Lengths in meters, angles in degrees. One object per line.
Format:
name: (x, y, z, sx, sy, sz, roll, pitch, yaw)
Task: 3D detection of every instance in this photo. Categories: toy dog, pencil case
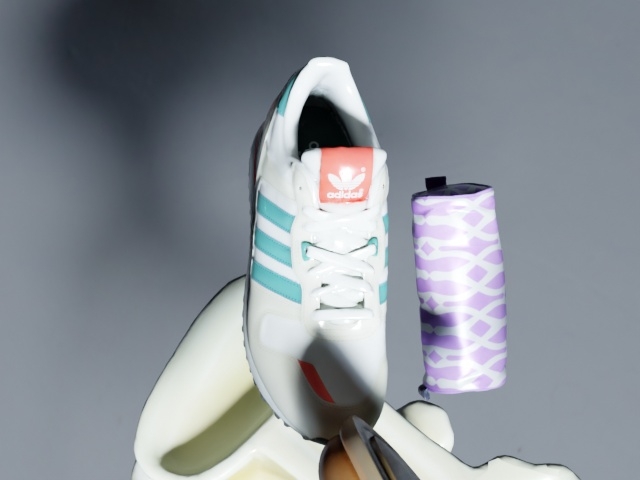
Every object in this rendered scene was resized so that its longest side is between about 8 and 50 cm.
toy dog: (0.009, 0.284, 0.917, 0.284, 0.408, 0.395, 28, 71, 22)
pencil case: (0.131, 0.046, 1.256, 0.086, 0.088, 0.206, -4, 100, -5)

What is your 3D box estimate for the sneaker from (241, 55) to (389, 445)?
sneaker: (0.000, 0.000, 0.537, 0.057, 0.075, 0.161, 2, 64, -11)

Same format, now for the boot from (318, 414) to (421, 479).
boot: (-0.006, 0.173, 0.453, 0.152, 0.073, 0.197, -27, 67, 14)
